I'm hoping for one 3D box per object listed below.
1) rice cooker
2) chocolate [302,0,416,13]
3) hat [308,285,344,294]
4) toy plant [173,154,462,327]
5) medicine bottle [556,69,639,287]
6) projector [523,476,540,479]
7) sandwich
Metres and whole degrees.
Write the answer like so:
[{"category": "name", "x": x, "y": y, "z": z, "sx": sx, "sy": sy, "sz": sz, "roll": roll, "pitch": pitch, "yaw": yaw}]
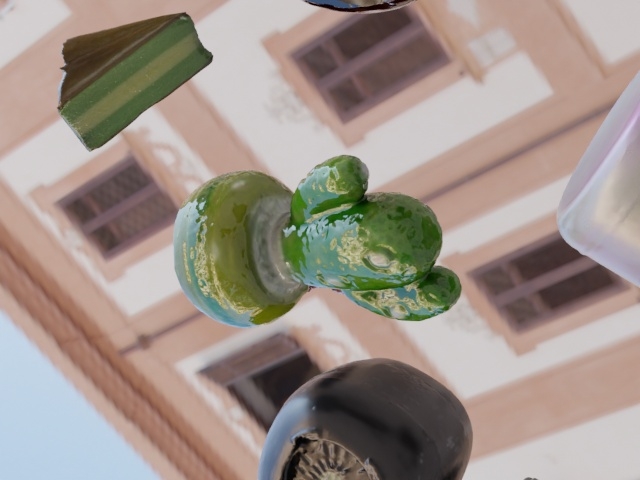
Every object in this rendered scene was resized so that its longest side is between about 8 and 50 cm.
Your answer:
[{"category": "rice cooker", "x": 0.056, "y": 0.289, "z": 1.868, "sx": 0.267, "sy": 0.267, "sz": 0.224, "roll": 62, "pitch": -151, "yaw": 0}, {"category": "chocolate", "x": 0.036, "y": -0.257, "z": 1.098, "sx": 0.176, "sy": 0.176, "sz": 0.177, "roll": 27, "pitch": -130, "yaw": -37}, {"category": "hat", "x": -0.028, "y": -0.002, "z": 1.988, "sx": 0.236, "sy": 0.107, "sz": 0.286, "roll": 36, "pitch": -170, "yaw": -5}, {"category": "toy plant", "x": 0.000, "y": 0.000, "z": 1.653, "sx": 0.184, "sy": 0.315, "sz": 0.224, "roll": -59, "pitch": -45, "yaw": -42}, {"category": "medicine bottle", "x": 0.443, "y": -0.034, "z": 1.546, "sx": 0.324, "sy": 0.256, "sz": 0.256, "roll": 30, "pitch": -138, "yaw": 0}, {"category": "projector", "x": 0.312, "y": 0.422, "z": 1.890, "sx": 0.192, "sy": 0.099, "sz": 0.256, "roll": 28, "pitch": -161, "yaw": 10}, {"category": "sandwich", "x": -0.155, "y": -0.133, "z": 1.232, "sx": 0.074, "sy": 0.116, "sz": 0.074, "roll": 57, "pitch": -153, "yaw": -51}]
